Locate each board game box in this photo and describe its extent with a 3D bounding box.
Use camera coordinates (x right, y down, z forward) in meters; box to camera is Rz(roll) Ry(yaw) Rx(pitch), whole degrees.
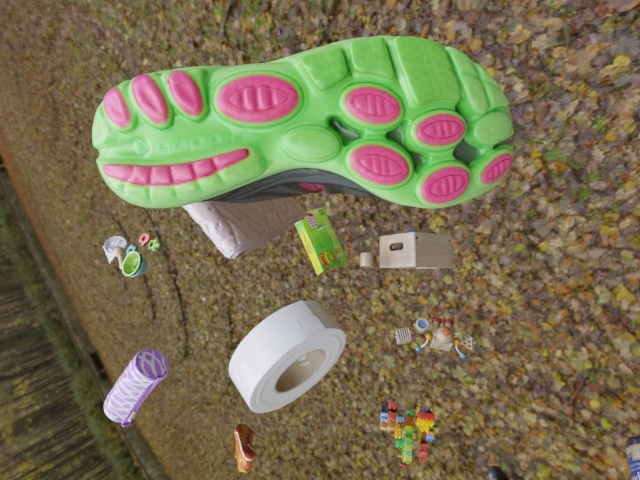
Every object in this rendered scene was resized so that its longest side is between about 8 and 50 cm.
[{"bbox_3d":[0.000,0.000,1.220,0.181,0.092,0.043,66,149,12],"label":"board game box"}]

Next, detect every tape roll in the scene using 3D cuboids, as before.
[{"bbox_3d":[-0.074,0.281,1.019,0.100,0.286,0.286,46,140,33],"label":"tape roll"}]

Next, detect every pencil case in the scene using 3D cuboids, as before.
[{"bbox_3d":[-0.428,0.342,0.972,0.206,0.086,0.088,-53,54,25],"label":"pencil case"}]

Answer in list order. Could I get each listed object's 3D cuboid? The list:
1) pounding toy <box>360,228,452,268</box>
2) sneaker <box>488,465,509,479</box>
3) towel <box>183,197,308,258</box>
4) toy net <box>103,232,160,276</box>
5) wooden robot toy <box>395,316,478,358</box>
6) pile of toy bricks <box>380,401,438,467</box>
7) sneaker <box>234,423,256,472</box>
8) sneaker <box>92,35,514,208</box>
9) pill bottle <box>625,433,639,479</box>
[{"bbox_3d":[0.187,0.022,1.042,0.181,0.206,0.094,-8,79,58],"label":"pounding toy"},{"bbox_3d":[0.463,0.605,0.967,0.089,0.051,0.170,-27,85,53],"label":"sneaker"},{"bbox_3d":[-0.198,-0.129,0.831,0.332,0.317,0.053,48,113,4],"label":"towel"},{"bbox_3d":[-0.541,0.022,1.163,0.232,0.045,0.122,16,82,34],"label":"toy net"},{"bbox_3d":[0.244,0.188,0.866,0.173,0.076,0.079,7,152,8],"label":"wooden robot toy"},{"bbox_3d":[0.180,0.411,0.868,0.118,0.105,0.212,4,149,10],"label":"pile of toy bricks"},{"bbox_3d":[-0.228,0.595,1.217,0.067,0.064,0.175,-65,15,5],"label":"sneaker"},{"bbox_3d":[-0.007,-0.134,0.513,0.202,0.482,0.185,-98,9,-77],"label":"sneaker"},{"bbox_3d":[0.600,0.452,0.698,0.123,0.219,0.123,10,143,8],"label":"pill bottle"}]
